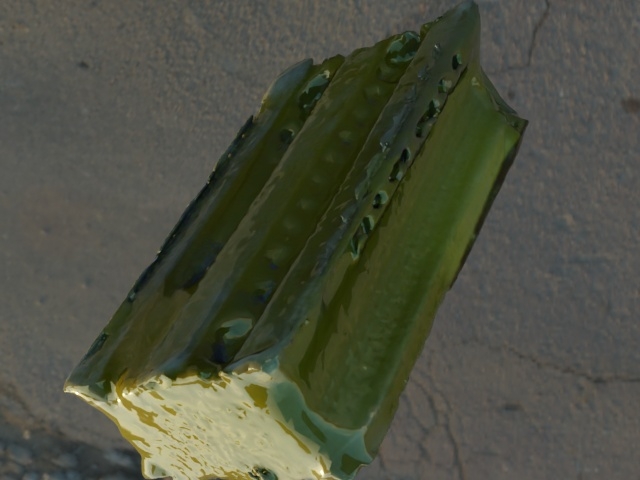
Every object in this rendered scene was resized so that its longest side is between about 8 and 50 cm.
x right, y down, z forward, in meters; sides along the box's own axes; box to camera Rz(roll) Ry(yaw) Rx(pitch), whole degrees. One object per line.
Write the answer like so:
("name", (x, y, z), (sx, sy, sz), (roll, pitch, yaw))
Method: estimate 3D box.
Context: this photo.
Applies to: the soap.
("soap", (-0.001, -0.001, 0.476), (0.135, 0.233, 0.076), (-11, 128, 41))
